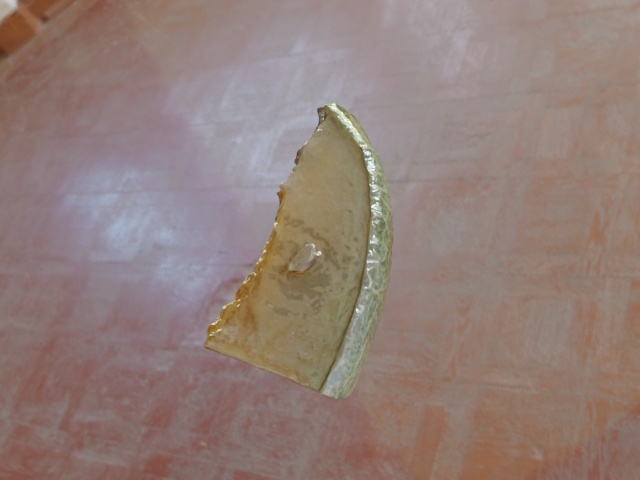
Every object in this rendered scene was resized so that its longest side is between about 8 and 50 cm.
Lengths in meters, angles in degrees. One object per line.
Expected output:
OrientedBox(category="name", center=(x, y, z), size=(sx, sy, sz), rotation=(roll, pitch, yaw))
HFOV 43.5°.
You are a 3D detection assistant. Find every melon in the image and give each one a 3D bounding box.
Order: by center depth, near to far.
OrientedBox(category="melon", center=(0.006, 0.005, 0.514), size=(0.097, 0.054, 0.182), rotation=(23, 82, 10))
